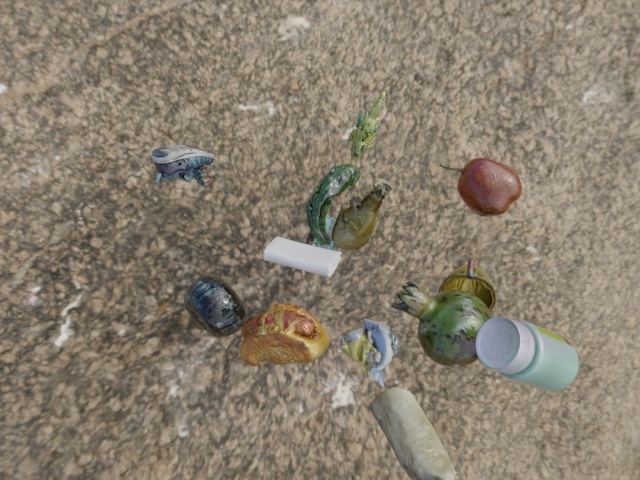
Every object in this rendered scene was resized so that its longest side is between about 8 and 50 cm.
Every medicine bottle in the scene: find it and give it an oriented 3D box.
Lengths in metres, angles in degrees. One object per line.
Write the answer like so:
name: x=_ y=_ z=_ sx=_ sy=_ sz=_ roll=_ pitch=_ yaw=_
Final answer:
medicine bottle: x=0.486 y=0.266 z=1.079 sx=0.226 sy=0.139 sz=0.139 roll=22 pitch=78 yaw=-28

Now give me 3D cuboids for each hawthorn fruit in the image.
hawthorn fruit: x=0.422 y=-0.157 z=1.214 sx=0.204 sy=0.162 sz=0.162 roll=33 pitch=80 yaw=-5

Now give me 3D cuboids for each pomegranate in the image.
pomegranate: x=0.377 y=0.234 z=1.396 sx=0.242 sy=0.242 sz=0.306 roll=-39 pitch=74 yaw=-9

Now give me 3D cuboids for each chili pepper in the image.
chili pepper: x=0.019 y=-0.082 z=0.917 sx=0.073 sy=0.050 sz=0.182 roll=34 pitch=75 yaw=-31

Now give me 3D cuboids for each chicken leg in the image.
chicken leg: x=0.073 y=-0.050 z=0.825 sx=0.070 sy=0.178 sz=0.093 roll=-7 pitch=62 yaw=-27

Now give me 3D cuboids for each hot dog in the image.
hot dog: x=-0.114 y=0.265 z=1.317 sx=0.257 sy=0.150 sz=0.153 roll=-8 pitch=105 yaw=19

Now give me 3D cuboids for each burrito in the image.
burrito: x=0.146 y=0.317 z=0.720 sx=0.061 sy=0.226 sz=0.086 roll=28 pitch=103 yaw=-23

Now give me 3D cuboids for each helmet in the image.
helmet: x=0.550 y=0.163 z=1.708 sx=0.206 sy=0.256 sz=0.140 roll=7 pitch=47 yaw=17

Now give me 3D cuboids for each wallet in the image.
wallet: x=-0.031 y=0.026 z=0.770 sx=0.122 sy=0.025 sz=0.061 roll=13 pitch=39 yaw=18

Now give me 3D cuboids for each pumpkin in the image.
pumpkin: x=-0.362 y=0.229 z=1.592 sx=0.233 sy=0.233 sz=0.163 roll=45 pitch=65 yaw=5

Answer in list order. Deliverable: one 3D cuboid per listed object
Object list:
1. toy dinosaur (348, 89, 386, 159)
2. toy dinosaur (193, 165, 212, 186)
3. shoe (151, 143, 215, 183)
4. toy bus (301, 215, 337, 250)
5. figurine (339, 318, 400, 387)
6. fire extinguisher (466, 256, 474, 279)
toy dinosaur: x=0.166 y=-0.409 z=1.619 sx=0.094 sy=0.153 sz=0.259 roll=22 pitch=105 yaw=-10
toy dinosaur: x=-0.383 y=-0.217 z=1.438 sx=0.049 sy=0.055 sz=0.154 roll=-48 pitch=57 yaw=19
shoe: x=-0.405 y=-0.228 z=1.360 sx=0.092 sy=0.207 sz=0.105 roll=23 pitch=119 yaw=30
toy bus: x=0.000 y=0.000 z=1.478 sx=0.092 sy=0.079 sz=0.160 roll=21 pitch=84 yaw=-20
figurine: x=0.148 y=0.324 z=1.360 sx=0.184 sy=0.128 sz=0.208 roll=-20 pitch=45 yaw=20
fire extinguisher: x=0.480 y=0.086 z=1.472 sx=0.028 sy=0.022 sz=0.083 roll=2 pitch=50 yaw=22
